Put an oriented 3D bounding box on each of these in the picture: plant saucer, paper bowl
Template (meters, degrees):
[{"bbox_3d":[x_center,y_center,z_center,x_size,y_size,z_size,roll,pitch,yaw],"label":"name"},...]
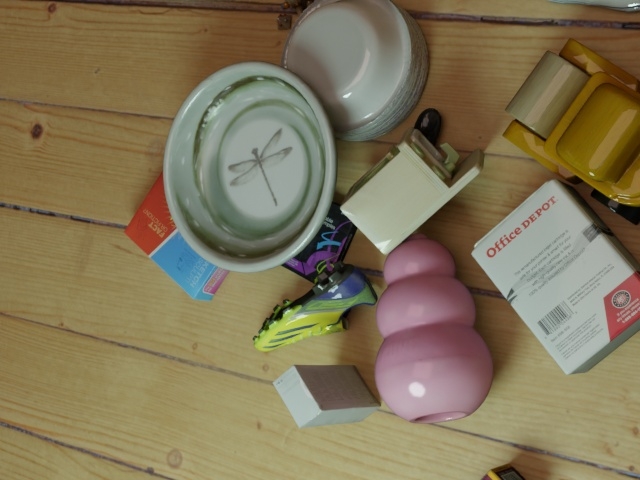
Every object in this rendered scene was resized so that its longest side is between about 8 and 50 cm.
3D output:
[{"bbox_3d":[-0.120,-0.138,2.043,0.401,0.101,0.400,-1,89,33],"label":"plant saucer"},{"bbox_3d":[0.050,-0.340,2.034,0.284,0.148,0.284,-4,83,30],"label":"paper bowl"}]

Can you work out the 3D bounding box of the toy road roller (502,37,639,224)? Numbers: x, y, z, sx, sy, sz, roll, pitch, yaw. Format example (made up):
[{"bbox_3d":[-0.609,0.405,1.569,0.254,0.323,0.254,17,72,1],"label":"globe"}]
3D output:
[{"bbox_3d":[0.446,-0.190,1.744,0.329,0.241,0.202,40,103,26],"label":"toy road roller"}]

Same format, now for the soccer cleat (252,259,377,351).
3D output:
[{"bbox_3d":[-0.014,0.152,2.046,0.121,0.093,0.289,45,121,-12],"label":"soccer cleat"}]

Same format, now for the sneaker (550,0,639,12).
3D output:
[{"bbox_3d":[0.488,-0.446,1.836,0.258,0.091,0.094,4,86,29],"label":"sneaker"}]

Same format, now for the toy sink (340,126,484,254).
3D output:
[{"bbox_3d":[0.163,-0.113,1.917,0.234,0.153,0.131,-42,97,19],"label":"toy sink"}]

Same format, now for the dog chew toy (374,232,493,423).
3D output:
[{"bbox_3d":[0.188,0.148,1.879,0.207,0.207,0.331,-16,69,26],"label":"dog chew toy"}]

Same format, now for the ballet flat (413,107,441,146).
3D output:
[{"bbox_3d":[0.185,-0.166,2.007,0.058,0.049,0.173,24,102,1],"label":"ballet flat"}]

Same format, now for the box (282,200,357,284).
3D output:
[{"bbox_3d":[0.000,0.000,2.089,0.116,0.029,0.162,27,97,28],"label":"box"}]

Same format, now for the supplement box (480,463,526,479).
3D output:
[{"bbox_3d":[0.277,0.483,1.839,0.081,0.104,0.188,45,106,24],"label":"supplement box"}]

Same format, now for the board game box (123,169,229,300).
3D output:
[{"bbox_3d":[-0.237,-0.072,2.206,0.242,0.064,0.316,40,103,26],"label":"board game box"}]

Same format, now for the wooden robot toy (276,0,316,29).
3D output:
[{"bbox_3d":[-0.035,-0.478,2.134,0.173,0.079,0.076,-26,73,25],"label":"wooden robot toy"}]

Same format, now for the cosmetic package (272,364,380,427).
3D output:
[{"bbox_3d":[0.014,0.280,1.929,0.060,0.239,0.099,-42,66,17],"label":"cosmetic package"}]

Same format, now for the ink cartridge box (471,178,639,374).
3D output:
[{"bbox_3d":[0.420,0.060,1.803,0.197,0.114,0.272,-43,67,19],"label":"ink cartridge box"}]
